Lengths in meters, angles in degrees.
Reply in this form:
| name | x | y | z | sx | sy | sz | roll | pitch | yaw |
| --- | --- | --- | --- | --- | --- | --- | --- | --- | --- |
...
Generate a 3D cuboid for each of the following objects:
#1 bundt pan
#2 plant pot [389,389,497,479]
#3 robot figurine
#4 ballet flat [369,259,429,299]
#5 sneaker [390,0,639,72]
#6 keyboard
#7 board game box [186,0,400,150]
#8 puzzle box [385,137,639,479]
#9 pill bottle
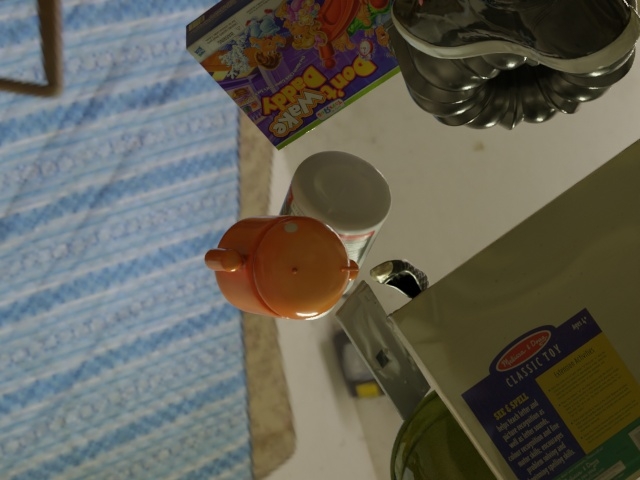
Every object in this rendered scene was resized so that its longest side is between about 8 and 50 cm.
| name | x | y | z | sx | sy | sz | roll | pitch | yaw |
| --- | --- | --- | --- | --- | --- | --- | --- | --- | --- |
| bundt pan | 0.252 | -0.239 | 1.348 | 0.331 | 0.124 | 0.331 | -7 | 162 | -2 |
| plant pot | 0.303 | 0.440 | 1.657 | 0.367 | 0.366 | 0.353 | -16 | -163 | 5 |
| robot figurine | -0.046 | 0.031 | 1.290 | 0.128 | 0.158 | 0.219 | -51 | -156 | -19 |
| ballet flat | 0.138 | 0.066 | 1.767 | 0.057 | 0.049 | 0.173 | -28 | 154 | 26 |
| sneaker | 0.138 | -0.239 | 0.929 | 0.104 | 0.147 | 0.296 | -47 | -147 | -11 |
| keyboard | 0.097 | 0.169 | 1.586 | 0.072 | 0.256 | 0.014 | -46 | -143 | -19 |
| board game box | 0.005 | -0.321 | 1.597 | 0.347 | 0.233 | 0.078 | -32 | -145 | 17 |
| puzzle box | 0.304 | 0.071 | 1.061 | 0.409 | 0.272 | 0.052 | -34 | 178 | -6 |
| pill bottle | 0.000 | 0.000 | 1.742 | 0.161 | 0.161 | 0.283 | -19 | 152 | -30 |
